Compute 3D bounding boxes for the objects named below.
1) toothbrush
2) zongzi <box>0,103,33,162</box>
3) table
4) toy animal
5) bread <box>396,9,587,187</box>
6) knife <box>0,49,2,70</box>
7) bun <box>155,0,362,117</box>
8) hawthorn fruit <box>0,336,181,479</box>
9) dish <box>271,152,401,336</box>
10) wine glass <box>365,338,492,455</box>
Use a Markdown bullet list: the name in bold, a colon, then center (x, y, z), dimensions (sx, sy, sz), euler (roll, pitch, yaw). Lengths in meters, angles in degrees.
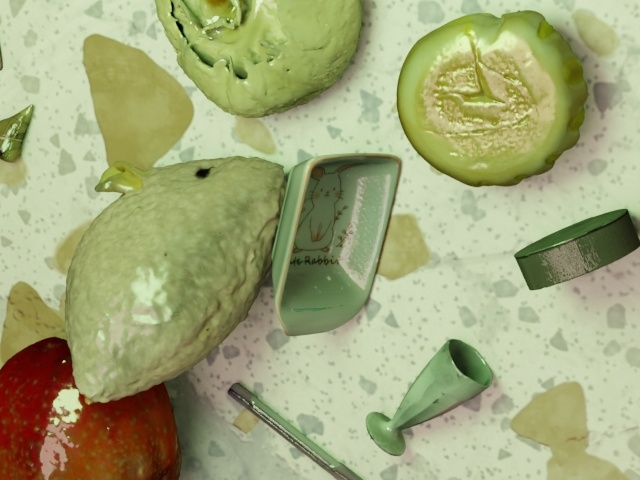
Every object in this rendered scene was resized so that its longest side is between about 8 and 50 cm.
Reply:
- **toothbrush**: center (0.023, 0.293, 1.958), dimensions (0.354, 0.024, 0.029), euler (37, 122, 13)
- **zongzi**: center (-0.419, -0.151, 2.060), dimensions (0.076, 0.040, 0.083), euler (23, 98, 25)
- **table**: center (0.281, 0.010, 1.720), dimensions (0.133, 0.133, 0.043), euler (-22, 93, 27)
- **toy animal**: center (-0.190, 0.042, 1.882), dimensions (0.226, 0.358, 0.188), euler (21, 154, 38)
- **bread**: center (0.192, -0.157, 1.742), dimensions (0.213, 0.105, 0.213), euler (5, 104, 20)
- **knife**: center (-0.463, -0.338, 2.052), dimensions (0.035, 0.018, 0.247), euler (-23, 93, 23)
- **bun**: center (-0.079, -0.264, 1.818), dimensions (0.259, 0.152, 0.259), euler (4, 100, 23)
- **hawthorn fruit**: center (-0.295, 0.213, 1.979), dimensions (0.254, 0.254, 0.300), euler (-6, 76, 25)
- **dish**: center (0.000, 0.000, 1.851), dimensions (0.064, 0.154, 0.234), euler (28, 112, 42)
- **wine glass**: center (0.128, 0.188, 1.865), dimensions (0.073, 0.073, 0.155), euler (49, 119, 8)
